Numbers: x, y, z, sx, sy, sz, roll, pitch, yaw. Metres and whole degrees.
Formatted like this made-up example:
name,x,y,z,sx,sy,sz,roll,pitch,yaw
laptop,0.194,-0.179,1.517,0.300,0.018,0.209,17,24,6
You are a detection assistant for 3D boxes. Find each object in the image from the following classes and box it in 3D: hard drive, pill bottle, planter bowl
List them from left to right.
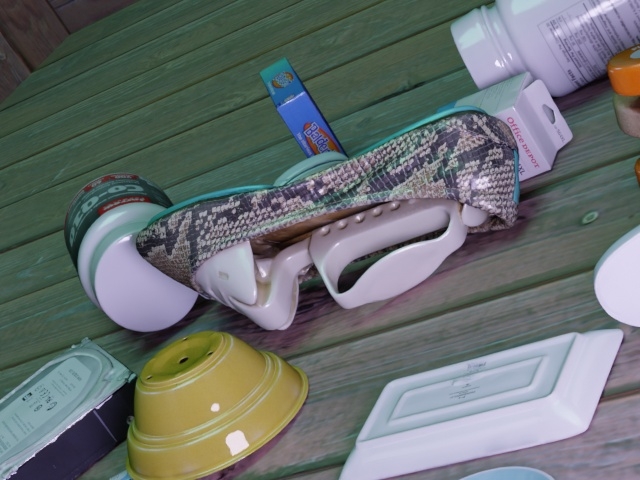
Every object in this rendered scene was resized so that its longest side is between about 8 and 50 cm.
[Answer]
name,x,y,z,sx,sy,sz,roll,pitch,yaw
hard drive,-0.369,0.257,1.977,0.339,0.064,0.237,-39,20,-12
pill bottle,-0.249,0.014,2.202,0.161,0.161,0.283,-35,20,-4
planter bowl,-0.128,0.158,1.755,0.217,0.090,0.217,-22,20,9
pill bottle,0.312,-0.273,2.005,0.283,0.160,0.160,-28,21,15

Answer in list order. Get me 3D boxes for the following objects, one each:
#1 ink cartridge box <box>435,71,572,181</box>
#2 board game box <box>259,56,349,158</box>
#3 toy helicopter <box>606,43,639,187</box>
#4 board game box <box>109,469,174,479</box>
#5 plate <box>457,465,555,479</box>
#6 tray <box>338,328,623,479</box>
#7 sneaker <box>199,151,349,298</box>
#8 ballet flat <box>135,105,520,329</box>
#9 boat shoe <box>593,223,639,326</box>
name,x,y,z,sx,sy,sz,roll,pitch,yaw
ink cartridge box,0.208,-0.121,1.914,0.143,0.092,0.090,-22,23,31
board game box,-0.012,-0.149,2.216,0.047,0.160,0.210,-32,21,2
toy helicopter,0.466,-0.172,1.642,0.355,0.140,0.235,-12,18,24
board game box,-0.185,0.260,1.747,0.090,0.020,0.090,-29,19,10
plate,0.114,0.250,1.308,0.188,0.024,0.188,-28,21,12
tray,0.138,0.145,1.504,0.270,0.030,0.145,-19,24,36
sneaker,-0.043,-0.006,2.070,0.258,0.094,0.091,-43,38,-11
ballet flat,0.000,0.000,1.861,0.482,0.164,0.182,-18,58,21
boat shoe,0.371,-0.023,1.421,0.301,0.108,0.102,-28,21,9
